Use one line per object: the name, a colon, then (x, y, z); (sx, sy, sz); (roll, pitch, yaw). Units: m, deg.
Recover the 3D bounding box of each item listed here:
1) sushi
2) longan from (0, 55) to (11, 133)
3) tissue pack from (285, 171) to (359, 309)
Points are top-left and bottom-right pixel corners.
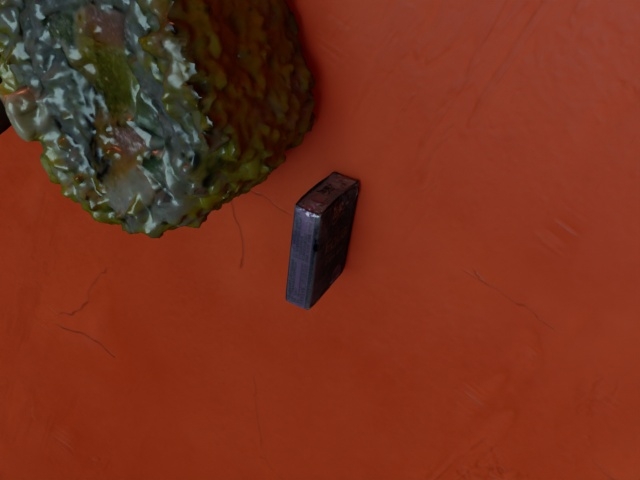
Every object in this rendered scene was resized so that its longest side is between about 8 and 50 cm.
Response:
sushi: (-0.214, -0.210, 1.029); (0.351, 0.240, 0.396); (-8, 111, 35)
longan: (-0.554, -0.290, 1.135); (0.361, 0.361, 0.360); (16, 124, 24)
tissue pack: (0.000, 0.000, 1.101); (0.051, 0.112, 0.156); (21, 127, 19)
